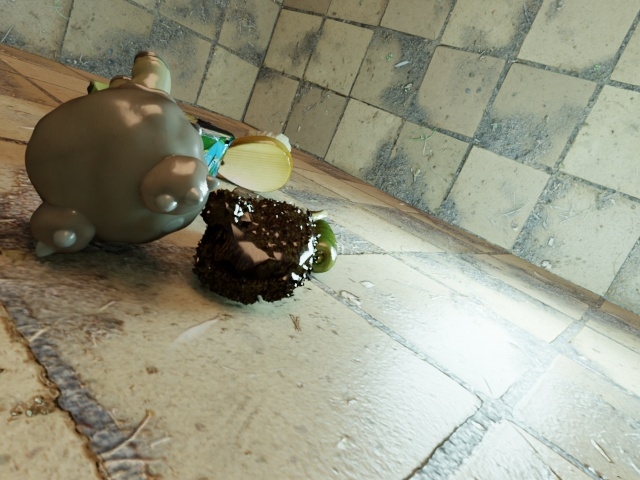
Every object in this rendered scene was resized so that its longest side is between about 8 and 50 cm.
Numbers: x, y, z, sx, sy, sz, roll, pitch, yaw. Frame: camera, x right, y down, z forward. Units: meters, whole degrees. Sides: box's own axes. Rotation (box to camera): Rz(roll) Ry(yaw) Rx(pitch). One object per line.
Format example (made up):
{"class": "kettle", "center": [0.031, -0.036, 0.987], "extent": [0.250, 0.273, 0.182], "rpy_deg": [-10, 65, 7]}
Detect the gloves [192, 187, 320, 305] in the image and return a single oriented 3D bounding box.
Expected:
{"class": "gloves", "center": [-0.102, -0.004, 0.726], "extent": [0.210, 0.135, 0.312], "rpy_deg": [24, 16, -15]}

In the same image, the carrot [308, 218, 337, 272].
{"class": "carrot", "center": [0.000, 0.000, 1.007], "extent": [0.074, 0.074, 0.358], "rpy_deg": [22, 11, -4]}

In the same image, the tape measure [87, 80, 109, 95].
{"class": "tape measure", "center": [-0.691, -0.459, 1.519], "extent": [0.177, 0.087, 0.154], "rpy_deg": [-1, 55, -49]}

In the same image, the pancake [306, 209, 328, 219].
{"class": "pancake", "center": [-0.056, -0.064, 1.150], "extent": [0.152, 0.025, 0.151], "rpy_deg": [-6, 10, 1]}

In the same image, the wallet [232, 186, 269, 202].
{"class": "wallet", "center": [-0.181, -0.104, 1.164], "extent": [0.118, 0.039, 0.152], "rpy_deg": [24, 15, -3]}

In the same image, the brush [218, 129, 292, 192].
{"class": "brush", "center": [-0.221, -0.262, 1.382], "extent": [0.267, 0.174, 0.166], "rpy_deg": [7, 30, -15]}

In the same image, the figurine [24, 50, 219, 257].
{"class": "figurine", "center": [-0.275, -0.146, 0.637], "extent": [0.248, 0.203, 0.380], "rpy_deg": [-15, 46, 0]}

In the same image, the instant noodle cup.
{"class": "instant noodle cup", "center": [-0.315, -0.173, 0.925], "extent": [0.240, 0.178, 0.240], "rpy_deg": [21, 15, -6]}
